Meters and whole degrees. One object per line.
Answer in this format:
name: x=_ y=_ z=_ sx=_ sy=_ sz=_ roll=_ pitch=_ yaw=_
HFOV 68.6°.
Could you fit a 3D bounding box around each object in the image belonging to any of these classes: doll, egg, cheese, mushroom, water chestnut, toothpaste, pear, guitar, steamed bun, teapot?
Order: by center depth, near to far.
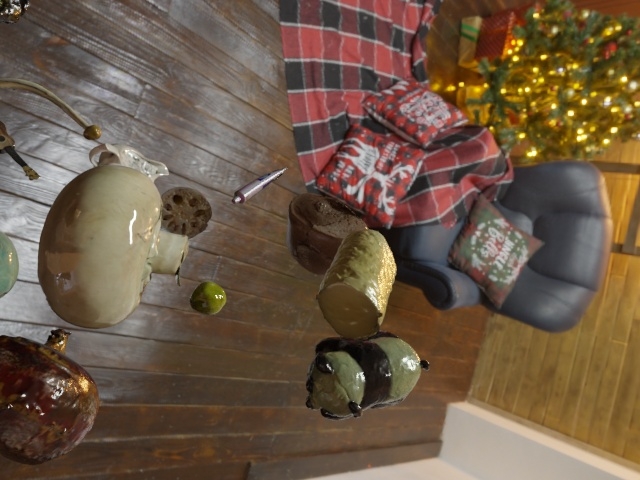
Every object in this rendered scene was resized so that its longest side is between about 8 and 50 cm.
mushroom: x=-0.304 y=0.011 z=0.714 sx=0.202 sy=0.246 sz=0.246 roll=11 pitch=90 yaw=-22
cheese: x=0.066 y=0.067 z=0.763 sx=0.123 sy=0.093 sz=0.167 roll=56 pitch=32 yaw=-17
doll: x=0.071 y=0.232 z=0.822 sx=0.234 sy=0.135 sz=0.144 roll=-2 pitch=74 yaw=-32
toothpaste: x=-0.131 y=-0.118 z=0.987 sx=0.170 sy=0.045 sz=0.028 roll=-45 pitch=116 yaw=-47
mushroom: x=-0.663 y=-0.325 z=1.093 sx=0.306 sy=0.043 sz=0.068 roll=26 pitch=54 yaw=-22
water chestnut: x=-0.685 y=0.338 z=1.098 sx=0.350 sy=0.350 sz=0.302 roll=55 pitch=42 yaw=-36
pear: x=-0.310 y=0.162 z=1.284 sx=0.096 sy=0.092 sz=0.092 roll=-23 pitch=120 yaw=1
egg: x=-0.973 y=0.071 z=1.359 sx=0.169 sy=0.169 sz=0.237 roll=-20 pitch=127 yaw=-41
guitar: x=-1.004 y=-0.285 z=1.525 sx=0.271 sy=0.038 sz=0.084 roll=46 pitch=51 yaw=6
steamed bun: x=0.000 y=0.000 z=1.595 sx=0.199 sy=0.301 sz=0.252 roll=-31 pitch=143 yaw=-45
teapot: x=-0.712 y=-0.267 z=1.717 sx=0.299 sy=0.165 sz=0.209 roll=29 pitch=48 yaw=-69

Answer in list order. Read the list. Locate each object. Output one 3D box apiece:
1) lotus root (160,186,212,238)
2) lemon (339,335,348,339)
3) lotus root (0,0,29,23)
lotus root: x=-0.308 y=-0.069 z=1.076 sx=0.122 sy=0.081 sz=0.112 roll=37 pitch=100 yaw=-11
lemon: x=0.075 y=0.217 z=1.055 sx=0.092 sy=0.065 sz=0.065 roll=-47 pitch=129 yaw=-45
lotus root: x=-0.703 y=-0.519 z=0.846 sx=0.309 sy=0.173 sz=0.173 roll=24 pitch=81 yaw=-49
